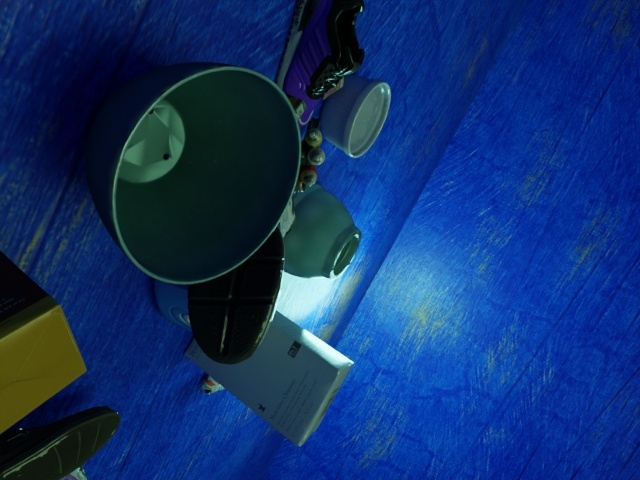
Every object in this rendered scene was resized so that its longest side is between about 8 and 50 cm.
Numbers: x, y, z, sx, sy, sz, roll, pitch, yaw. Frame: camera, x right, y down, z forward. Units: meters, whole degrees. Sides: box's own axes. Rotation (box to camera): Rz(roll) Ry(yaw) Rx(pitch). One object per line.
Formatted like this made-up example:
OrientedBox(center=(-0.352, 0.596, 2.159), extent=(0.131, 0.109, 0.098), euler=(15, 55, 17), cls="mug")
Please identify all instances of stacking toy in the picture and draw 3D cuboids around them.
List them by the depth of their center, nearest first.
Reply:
OrientedBox(center=(-0.213, 0.063, 0.926), extent=(0.175, 0.166, 0.301), euler=(95, 17, -48), cls="stacking toy")

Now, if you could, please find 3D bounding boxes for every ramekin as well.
OrientedBox(center=(0.088, -0.337, 1.089), extent=(0.207, 0.109, 0.207), euler=(-49, 157, -29), cls="ramekin")

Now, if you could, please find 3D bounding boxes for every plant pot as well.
OrientedBox(center=(-0.195, -0.112, 0.572), extent=(0.290, 0.195, 0.290), euler=(-37, 144, -34), cls="plant pot")
OrientedBox(center=(0.000, 0.000, 1.230), extent=(0.293, 0.196, 0.293), euler=(-49, 158, -27), cls="plant pot")

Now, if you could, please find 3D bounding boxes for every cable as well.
OrientedBox(center=(-0.016, -0.190, 0.894), extent=(0.287, 0.072, 0.139), euler=(-71, 170, -66), cls="cable")

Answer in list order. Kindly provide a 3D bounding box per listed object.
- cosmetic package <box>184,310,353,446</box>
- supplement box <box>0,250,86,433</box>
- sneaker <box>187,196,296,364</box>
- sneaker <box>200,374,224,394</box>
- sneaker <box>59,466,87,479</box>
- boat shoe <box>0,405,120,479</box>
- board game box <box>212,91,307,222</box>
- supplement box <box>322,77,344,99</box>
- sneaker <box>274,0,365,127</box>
OrientedBox(center=(-0.136, 0.312, 1.072), extent=(0.217, 0.385, 0.156), euler=(-62, 161, 1), cls="cosmetic package")
OrientedBox(center=(-0.402, 0.109, 0.421), extent=(0.191, 0.194, 0.129), euler=(-40, 153, -42), cls="supplement box")
OrientedBox(center=(-0.113, 0.017, 0.817), extent=(0.257, 0.169, 0.447), euler=(53, 39, -69), cls="sneaker")
OrientedBox(center=(-0.334, 0.455, 1.303), extent=(0.075, 0.057, 0.161), euler=(-37, 157, -11), cls="sneaker")
OrientedBox(center=(-0.540, 0.480, 0.843), extent=(0.071, 0.068, 0.169), euler=(-30, 139, -27), cls="sneaker")
OrientedBox(center=(-0.500, 0.360, 0.687), extent=(0.307, 0.105, 0.110), euler=(-16, 124, -60), cls="boat shoe")
OrientedBox(center=(-0.149, -0.164, 0.727), extent=(0.259, 0.136, 0.030), euler=(-58, 162, -7), cls="board game box")
OrientedBox(center=(0.017, -0.377, 0.956), extent=(0.083, 0.043, 0.055), euler=(-46, 156, -36), cls="supplement box")
OrientedBox(center=(0.007, -0.351, 0.817), extent=(0.102, 0.146, 0.293), euler=(-33, 147, -51), cls="sneaker")
